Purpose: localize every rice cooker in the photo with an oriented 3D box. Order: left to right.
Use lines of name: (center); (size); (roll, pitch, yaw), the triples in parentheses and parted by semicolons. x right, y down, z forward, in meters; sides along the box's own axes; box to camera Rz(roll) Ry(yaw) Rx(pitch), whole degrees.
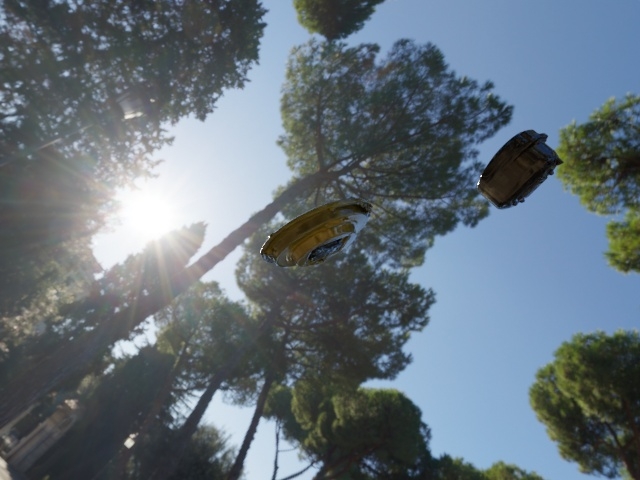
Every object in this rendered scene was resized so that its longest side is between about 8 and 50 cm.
rice cooker: (0.393, -0.138, 0.859); (0.106, 0.112, 0.165); (54, -45, 17)

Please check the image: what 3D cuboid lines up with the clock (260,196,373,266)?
clock: (0.000, 0.000, 0.833); (0.056, 0.237, 0.237); (63, -35, 17)
